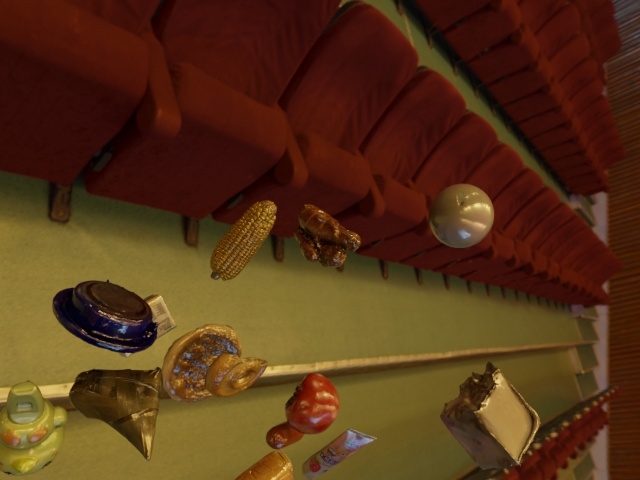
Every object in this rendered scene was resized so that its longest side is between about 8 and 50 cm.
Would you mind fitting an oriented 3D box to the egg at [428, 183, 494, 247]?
[{"bbox_3d":[0.233,-0.042,0.751,0.103,0.103,0.135,62,29,-8],"label":"egg"}]

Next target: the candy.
[{"bbox_3d":[0.430,0.448,1.144,0.195,0.137,0.185,49,52,7],"label":"candy"}]

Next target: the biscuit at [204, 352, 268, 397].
[{"bbox_3d":[-0.336,0.533,1.780,0.091,0.213,0.274,45,13,30],"label":"biscuit"}]

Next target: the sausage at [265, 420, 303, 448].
[{"bbox_3d":[-0.111,0.613,1.434,0.197,0.076,0.076,32,44,-67],"label":"sausage"}]

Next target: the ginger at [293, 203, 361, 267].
[{"bbox_3d":[0.000,0.000,0.885,0.073,0.103,0.162,11,18,-47],"label":"ginger"}]

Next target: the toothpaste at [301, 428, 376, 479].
[{"bbox_3d":[0.030,0.444,0.944,0.067,0.194,0.043,29,33,-19],"label":"toothpaste"}]

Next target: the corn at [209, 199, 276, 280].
[{"bbox_3d":[-0.252,0.003,1.448,0.119,0.322,0.119,35,13,-9],"label":"corn"}]

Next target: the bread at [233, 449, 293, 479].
[{"bbox_3d":[-0.217,0.894,1.635,0.288,0.119,0.153,-20,115,-47],"label":"bread"}]

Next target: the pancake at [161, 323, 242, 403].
[{"bbox_3d":[-0.493,0.529,1.940,0.382,0.071,0.382,-19,118,-41],"label":"pancake"}]

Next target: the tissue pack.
[{"bbox_3d":[-0.735,0.340,1.823,0.229,0.145,0.159,-33,105,-40],"label":"tissue pack"}]

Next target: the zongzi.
[{"bbox_3d":[-0.578,0.483,1.253,0.250,0.125,0.274,3,38,-15],"label":"zongzi"}]

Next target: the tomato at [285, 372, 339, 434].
[{"bbox_3d":[-0.021,0.496,1.359,0.151,0.187,0.187,38,34,8],"label":"tomato"}]

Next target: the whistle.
[{"bbox_3d":[-0.577,0.380,0.888,0.141,0.294,0.141,14,53,-20],"label":"whistle"}]

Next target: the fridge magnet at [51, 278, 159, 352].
[{"bbox_3d":[-0.540,0.191,1.155,0.265,0.113,0.265,30,6,-4],"label":"fridge magnet"}]
